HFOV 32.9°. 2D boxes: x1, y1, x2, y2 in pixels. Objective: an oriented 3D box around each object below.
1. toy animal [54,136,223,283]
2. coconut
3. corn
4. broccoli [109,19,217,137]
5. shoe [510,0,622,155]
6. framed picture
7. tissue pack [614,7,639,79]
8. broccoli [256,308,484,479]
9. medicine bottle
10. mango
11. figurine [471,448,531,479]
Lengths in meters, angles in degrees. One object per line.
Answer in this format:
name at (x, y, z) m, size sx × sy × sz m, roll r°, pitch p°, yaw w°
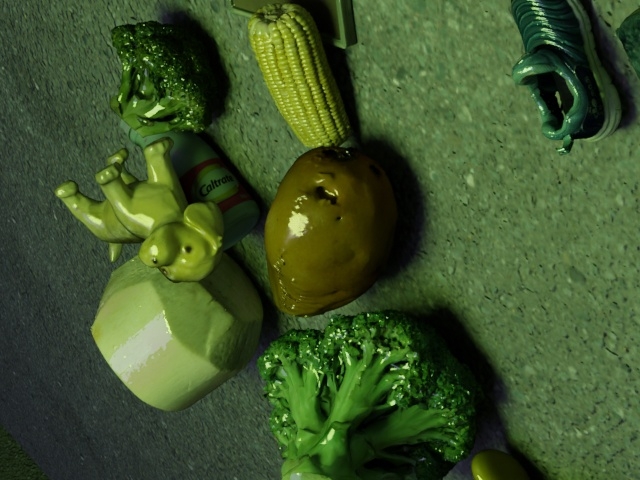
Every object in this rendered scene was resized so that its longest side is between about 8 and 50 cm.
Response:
toy animal at (-0.222, -0.033, 1.347) m, size 0.233 × 0.121 × 0.169 m, roll 10°, pitch 127°, yaw 46°
coconut at (-0.206, 0.120, 1.493) m, size 0.241 × 0.241 × 0.241 m, roll 37°, pitch 143°, yaw 34°
corn at (-0.019, -0.168, 1.128) m, size 0.085 × 0.063 × 0.165 m, roll -1°, pitch 131°, yaw 32°
broccoli at (-0.190, -0.193, 1.323) m, size 0.146 × 0.138 × 0.162 m, roll 42°, pitch 176°, yaw 41°
shoe at (0.184, -0.139, 0.859) m, size 0.064 × 0.071 × 0.143 m, roll -14°, pitch 100°, yaw 58°
framed picture at (-0.043, -0.289, 1.121) m, size 0.203 × 0.015 × 0.150 m, roll 27°, pitch 137°, yaw 44°
tissue pack at (0.325, -0.110, 0.662) m, size 0.185 × 0.081 × 0.257 m, roll 61°, pitch 150°, yaw -2°
broccoli at (0.038, 0.195, 1.190) m, size 0.269 × 0.270 × 0.270 m, roll 12°, pitch 122°, yaw 20°
medicine bottle at (-0.175, -0.090, 1.419) m, size 0.217 × 0.090 × 0.090 m, roll 50°, pitch 149°, yaw 15°
mango at (0.000, 0.000, 1.172) m, size 0.151 × 0.156 × 0.249 m, roll 49°, pitch 146°, yaw 14°
figurine at (0.199, 0.346, 1.152) m, size 0.215 × 0.215 × 0.228 m, roll 41°, pitch 104°, yaw 29°
